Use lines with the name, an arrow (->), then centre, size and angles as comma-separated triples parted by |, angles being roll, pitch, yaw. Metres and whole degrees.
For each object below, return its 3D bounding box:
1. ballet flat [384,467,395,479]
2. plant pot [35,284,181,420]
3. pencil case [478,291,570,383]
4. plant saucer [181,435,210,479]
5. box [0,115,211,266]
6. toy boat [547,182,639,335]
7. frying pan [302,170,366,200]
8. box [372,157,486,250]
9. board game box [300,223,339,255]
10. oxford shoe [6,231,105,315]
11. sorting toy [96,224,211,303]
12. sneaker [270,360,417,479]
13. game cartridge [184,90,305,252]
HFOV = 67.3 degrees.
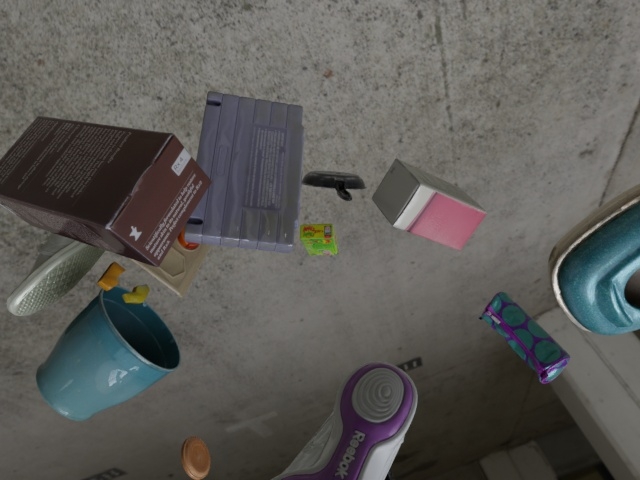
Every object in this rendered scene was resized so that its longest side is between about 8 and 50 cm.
ballet flat -> 0.121, 0.479, 0.942 | 0.057, 0.173, 0.049 | -36, 142, 27
plant pot -> -0.536, 0.294, 1.196 | 0.255, 0.271, 0.271 | -40, 141, 0
pencil case -> 0.335, 0.159, 0.795 | 0.070, 0.152, 0.064 | -5, 132, -35
plant saucer -> -0.250, 0.438, 0.973 | 0.013, 0.083, 0.083 | -28, 143, 14
box -> -0.411, -0.101, 0.873 | 0.191, 0.381, 0.143 | -63, 147, -22
toy boat -> 0.468, 0.067, 0.617 | 0.267, 0.148, 0.318 | -37, 112, 15
frying pan -> 0.023, -0.162, 1.349 | 0.197, 0.326, 0.053 | 8, 102, 13
box -> 0.274, -0.089, 1.221 | 0.232, 0.148, 0.127 | 18, 116, -28
board game box -> 0.000, 0.000, 1.406 | 0.092, 0.043, 0.181 | -3, 163, 7
oxford shoe -> -0.682, 0.008, 1.315 | 0.449, 0.130, 0.169 | -58, 178, -26
sorting toy -> -0.391, 0.031, 1.170 | 0.041, 0.307, 0.229 | -23, 123, 34
sneaker -> 0.014, 0.282, 0.531 | 0.305, 0.114, 0.152 | -42, 149, -36
game cartridge -> -0.153, -0.151, 1.042 | 0.230, 0.355, 0.068 | 9, 156, -13
